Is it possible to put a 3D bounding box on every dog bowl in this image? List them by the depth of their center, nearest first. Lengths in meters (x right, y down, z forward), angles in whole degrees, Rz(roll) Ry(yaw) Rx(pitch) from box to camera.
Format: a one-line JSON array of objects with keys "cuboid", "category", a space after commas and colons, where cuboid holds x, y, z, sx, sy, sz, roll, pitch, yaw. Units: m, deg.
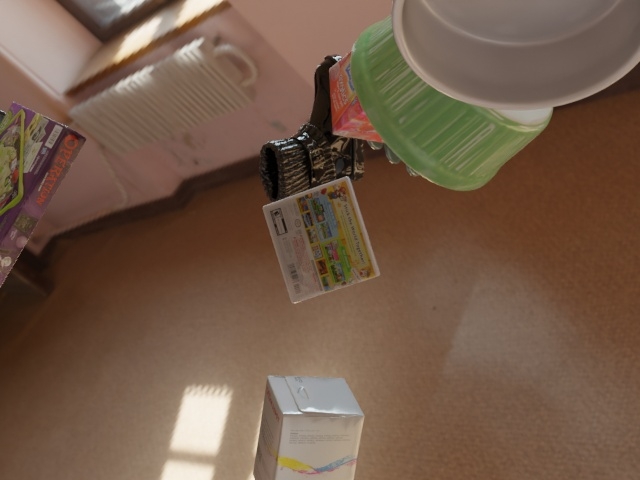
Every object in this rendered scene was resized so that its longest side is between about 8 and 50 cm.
[{"cuboid": [0.208, -0.257, 0.914, 0.265, 0.265, 0.104, -22, 48, 39], "category": "dog bowl"}]

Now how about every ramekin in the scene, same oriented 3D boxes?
[{"cuboid": [0.207, -0.240, 1.340, 0.148, 0.303, 0.303, -37, 28, 41], "category": "ramekin"}]

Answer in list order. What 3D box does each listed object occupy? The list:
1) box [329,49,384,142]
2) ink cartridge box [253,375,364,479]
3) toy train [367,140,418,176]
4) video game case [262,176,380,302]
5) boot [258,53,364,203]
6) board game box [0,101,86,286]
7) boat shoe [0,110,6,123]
[{"cuboid": [0.183, -0.273, 1.722, 0.154, 0.300, 0.142, -28, 60, 57], "category": "box"}, {"cuboid": [-0.020, 0.307, 1.338, 0.128, 0.128, 0.176, -127, 42, -67], "category": "ink cartridge box"}, {"cuboid": [0.214, -0.267, 1.999, 0.142, 0.334, 0.190, -4, 71, 35], "category": "toy train"}, {"cuboid": [0.000, 0.000, 1.945, 0.207, 0.226, 0.026, -19, -6, 15], "category": "video game case"}, {"cuboid": [-0.032, -0.273, 2.214, 0.260, 0.347, 0.131, -14, 15, -24], "category": "boot"}, {"cuboid": [-0.510, -0.041, 1.388, 0.208, 0.056, 0.346, 26, 85, 41], "category": "board game box"}, {"cuboid": [-0.612, -0.160, 1.447, 0.255, 0.095, 0.079, -29, -18, -36], "category": "boat shoe"}]
